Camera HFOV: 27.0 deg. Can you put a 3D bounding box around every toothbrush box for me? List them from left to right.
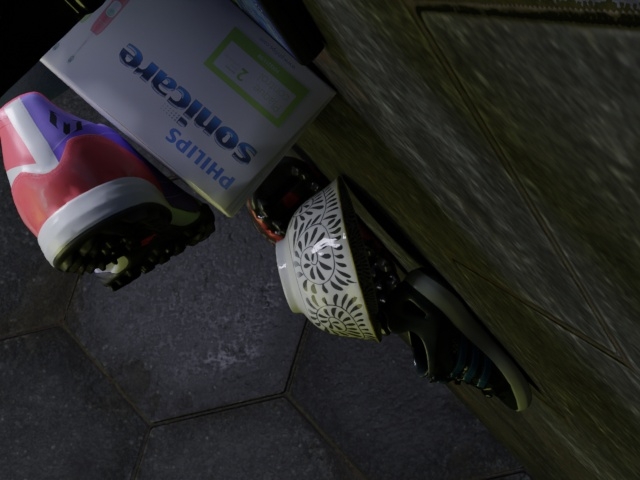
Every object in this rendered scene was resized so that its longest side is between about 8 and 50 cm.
[{"bbox_3d":[-0.118,-0.131,1.028,0.206,0.122,0.283,40,180,-7],"label":"toothbrush box"}]

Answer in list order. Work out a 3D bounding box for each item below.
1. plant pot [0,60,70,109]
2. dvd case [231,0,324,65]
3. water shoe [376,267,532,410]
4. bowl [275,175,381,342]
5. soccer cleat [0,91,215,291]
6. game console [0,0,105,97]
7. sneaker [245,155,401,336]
[{"bbox_3d":[-0.320,-0.257,1.225,0.252,0.248,0.247,4,-147,-46],"label":"plant pot"},{"bbox_3d":[-0.106,-0.220,0.783,0.253,0.022,0.180,45,178,29],"label":"dvd case"},{"bbox_3d":[0.131,0.113,1.333,0.203,0.080,0.073,48,178,-25],"label":"water shoe"},{"bbox_3d":[0.003,0.027,1.324,0.170,0.080,0.170,-13,-90,-84],"label":"bowl"},{"bbox_3d":[-0.159,-0.035,1.013,0.116,0.108,0.318,58,-178,6],"label":"soccer cleat"},{"bbox_3d":[-0.211,-0.174,0.542,0.293,0.250,0.173,46,177,-21],"label":"game console"},{"bbox_3d":[0.000,0.000,1.574,0.276,0.097,0.135,51,176,-27],"label":"sneaker"}]
